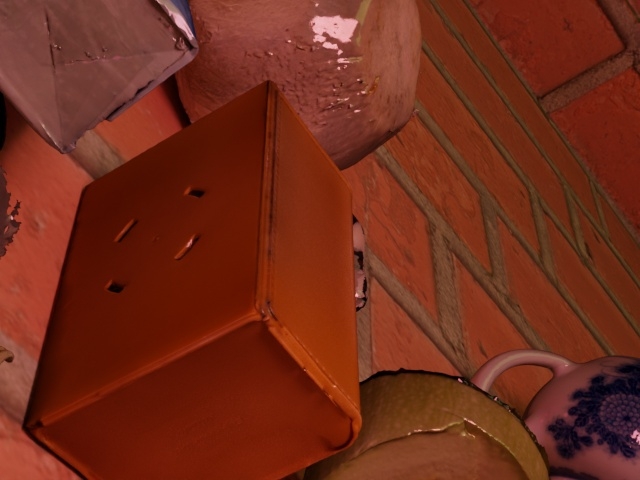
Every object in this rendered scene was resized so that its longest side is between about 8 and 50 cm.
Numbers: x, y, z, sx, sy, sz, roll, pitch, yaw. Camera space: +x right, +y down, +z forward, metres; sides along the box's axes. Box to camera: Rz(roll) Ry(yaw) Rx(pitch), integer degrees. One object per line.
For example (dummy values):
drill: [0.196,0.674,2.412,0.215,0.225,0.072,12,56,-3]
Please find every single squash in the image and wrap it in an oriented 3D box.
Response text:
squash: [0.086,0.222,1.021,0.220,0.220,0.133,55,18,-15]

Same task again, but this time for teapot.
teapot: [0.358,0.294,1.555,0.424,0.252,0.280,37,64,-8]

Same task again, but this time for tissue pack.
tissue pack: [-0.201,-0.208,0.937,0.198,0.146,0.263,53,4,-21]
tissue pack: [-0.077,0.041,0.915,0.145,0.194,0.274,47,26,-31]

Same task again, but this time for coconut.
coconut: [-0.036,-0.188,1.262,0.245,0.247,0.245,3,90,-65]

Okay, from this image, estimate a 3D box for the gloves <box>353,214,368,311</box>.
gloves: [-0.009,-0.001,1.250,0.212,0.111,0.127,-62,144,-69]

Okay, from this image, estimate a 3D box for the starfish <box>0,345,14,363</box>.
starfish: [-0.220,0.134,0.673,0.217,0.050,0.223,58,32,-24]

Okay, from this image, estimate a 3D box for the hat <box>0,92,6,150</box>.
hat: [-0.265,-0.097,0.861,0.121,0.050,0.121,54,19,-29]

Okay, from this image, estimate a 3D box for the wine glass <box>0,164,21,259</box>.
wine glass: [-0.275,-0.037,0.698,0.222,0.103,0.103,21,45,-60]
